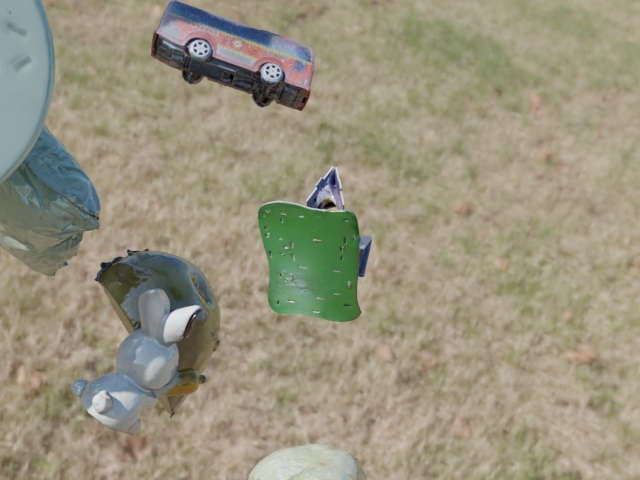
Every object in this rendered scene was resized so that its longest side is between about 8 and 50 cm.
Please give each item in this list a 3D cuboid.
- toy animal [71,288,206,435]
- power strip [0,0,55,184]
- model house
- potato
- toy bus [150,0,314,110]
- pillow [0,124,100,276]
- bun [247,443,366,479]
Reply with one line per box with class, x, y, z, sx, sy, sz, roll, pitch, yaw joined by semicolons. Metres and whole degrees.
toy animal;-0.203;0.151;1.247;0.131;0.182;0.127;37;-5;-2
power strip;-0.458;-0.175;1.050;0.357;0.358;0.161;4;8;-27
model house;0.000;0.000;1.161;0.117;0.167;0.088;5;40;14
potato;-0.190;0.120;1.379;0.138;0.243;0.098;-32;31;-19
toy bus;-0.100;-0.216;1.196;0.192;0.065;0.077;18;67;-7
pillow;-0.411;-0.102;1.327;0.138;0.283;0.310;-44;99;-28
bun;-0.012;0.310;0.916;0.141;0.239;0.239;-9;28;2
